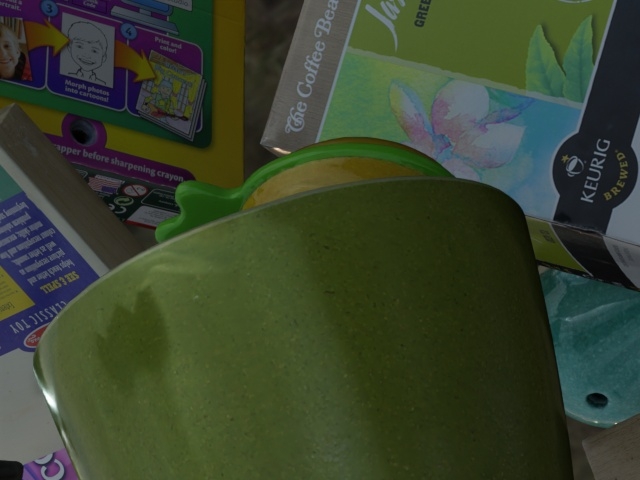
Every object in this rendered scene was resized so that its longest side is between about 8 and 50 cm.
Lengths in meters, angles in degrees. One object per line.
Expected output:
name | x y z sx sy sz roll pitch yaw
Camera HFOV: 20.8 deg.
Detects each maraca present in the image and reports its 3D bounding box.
maraca | 0.000 0.000 0.984 0.186 0.099 0.127 -8 126 16

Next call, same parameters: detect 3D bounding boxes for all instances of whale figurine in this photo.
whale figurine | 0.288 0.071 1.524 0.216 0.141 0.272 38 137 -15

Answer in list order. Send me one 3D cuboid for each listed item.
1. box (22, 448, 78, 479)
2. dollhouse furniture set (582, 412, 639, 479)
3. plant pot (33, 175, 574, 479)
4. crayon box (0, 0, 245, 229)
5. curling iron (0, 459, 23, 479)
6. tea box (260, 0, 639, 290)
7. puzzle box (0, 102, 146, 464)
box | -0.242 0.179 1.914 0.213 0.243 0.117 52 -164 26
dollhouse furniture set | 0.277 0.160 1.081 0.123 0.151 0.144 -36 68 50
plant pot | 0.024 0.161 0.884 0.275 0.275 0.293 115 140 -60
crayon box | -0.255 -0.194 1.754 0.106 0.363 0.313 -37 47 50
curling iron | -0.316 0.188 1.318 0.035 0.274 0.068 38 108 20
tea box | 0.172 -0.100 1.278 0.323 0.220 0.329 15 176 16
puzzle box | -0.309 0.076 1.443 0.409 0.052 0.272 -24 117 32
